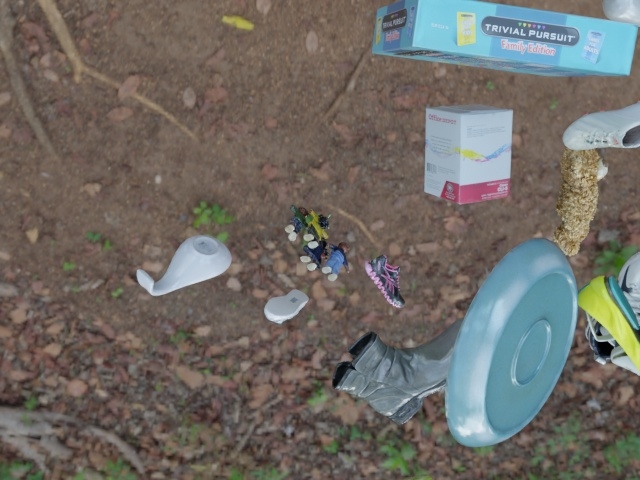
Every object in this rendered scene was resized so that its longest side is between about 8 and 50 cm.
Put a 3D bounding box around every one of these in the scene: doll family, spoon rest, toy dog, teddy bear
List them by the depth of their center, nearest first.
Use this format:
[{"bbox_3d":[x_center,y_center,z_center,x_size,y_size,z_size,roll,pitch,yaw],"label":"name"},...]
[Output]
[{"bbox_3d":[0.735,-0.501,1.610,0.220,0.161,0.333,-4,168,39],"label":"toy dog"},{"bbox_3d":[0.000,0.000,1.679,0.076,0.111,0.193,-14,116,25],"label":"doll family"},{"bbox_3d":[-0.341,0.064,1.922,0.137,0.276,0.084,39,131,21],"label":"spoon rest"},{"bbox_3d":[0.728,-0.115,2.133,0.113,0.245,0.338,20,115,33],"label":"teddy bear"}]

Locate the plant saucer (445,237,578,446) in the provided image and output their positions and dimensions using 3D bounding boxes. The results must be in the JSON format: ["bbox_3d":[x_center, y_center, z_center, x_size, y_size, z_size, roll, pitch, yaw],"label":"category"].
[{"bbox_3d":[0.286,0.154,1.092,0.043,0.317,0.318,22,149,40],"label":"plant saucer"}]

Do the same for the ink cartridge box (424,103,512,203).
[{"bbox_3d":[0.291,-0.177,1.523,0.127,0.128,0.176,-9,109,-23],"label":"ink cartridge box"}]

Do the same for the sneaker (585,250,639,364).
[{"bbox_3d":[0.567,0.134,1.410,0.094,0.153,0.235,33,124,0],"label":"sneaker"}]

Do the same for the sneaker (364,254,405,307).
[{"bbox_3d":[0.138,0.078,1.503,0.057,0.047,0.119,-35,107,8],"label":"sneaker"}]

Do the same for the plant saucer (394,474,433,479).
[{"bbox_3d":[0.097,0.449,1.181,0.188,0.188,0.045,-12,131,2],"label":"plant saucer"}]

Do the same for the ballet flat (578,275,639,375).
[{"bbox_3d":[0.480,0.154,1.211,0.077,0.077,0.231,-33,104,29],"label":"ballet flat"}]

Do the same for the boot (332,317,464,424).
[{"bbox_3d":[0.143,0.203,1.329,0.161,0.083,0.246,35,107,-20],"label":"boot"}]

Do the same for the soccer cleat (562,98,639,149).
[{"bbox_3d":[0.492,-0.184,1.294,0.068,0.076,0.196,34,149,-30],"label":"soccer cleat"}]

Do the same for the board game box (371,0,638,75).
[{"bbox_3d":[0.275,-0.318,1.212,0.335,0.254,0.079,5,101,-11],"label":"board game box"}]

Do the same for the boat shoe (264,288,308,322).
[{"bbox_3d":[-0.091,0.169,1.866,0.066,0.184,0.063,33,111,8],"label":"boat shoe"}]
